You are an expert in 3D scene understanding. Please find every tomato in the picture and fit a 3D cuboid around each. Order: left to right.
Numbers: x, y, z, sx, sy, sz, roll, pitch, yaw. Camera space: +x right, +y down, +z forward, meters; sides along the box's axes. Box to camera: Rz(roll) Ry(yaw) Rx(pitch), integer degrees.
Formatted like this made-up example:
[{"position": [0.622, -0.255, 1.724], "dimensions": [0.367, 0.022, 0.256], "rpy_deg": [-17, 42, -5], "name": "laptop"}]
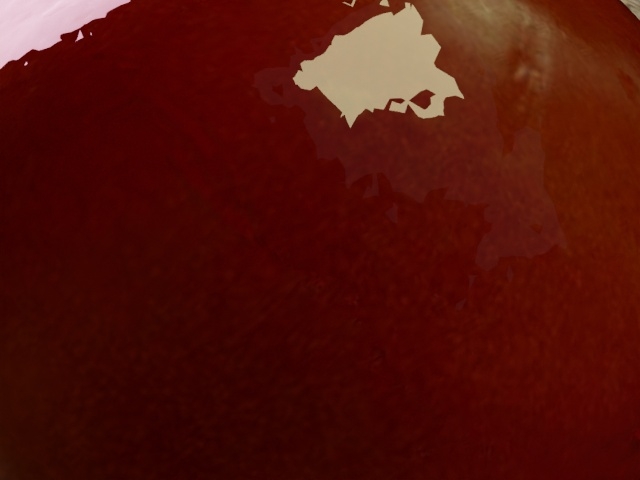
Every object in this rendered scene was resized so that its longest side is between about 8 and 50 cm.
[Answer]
[{"position": [0.000, 0.000, 0.580], "dimensions": [0.298, 0.226, 0.298], "rpy_deg": [28, 24, -14], "name": "tomato"}]
